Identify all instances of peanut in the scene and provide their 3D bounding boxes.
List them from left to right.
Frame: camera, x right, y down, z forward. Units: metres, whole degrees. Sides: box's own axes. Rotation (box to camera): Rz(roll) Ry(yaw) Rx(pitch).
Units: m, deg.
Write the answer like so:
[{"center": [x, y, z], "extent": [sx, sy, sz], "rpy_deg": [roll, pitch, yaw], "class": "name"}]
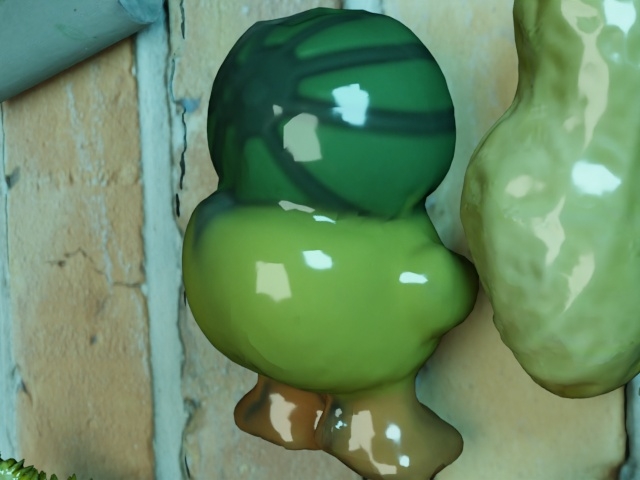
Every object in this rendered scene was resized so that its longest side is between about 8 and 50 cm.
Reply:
[{"center": [0.169, -0.052, 0.769], "extent": [0.148, 0.147, 0.318], "rpy_deg": [7, 97, 32], "class": "peanut"}]

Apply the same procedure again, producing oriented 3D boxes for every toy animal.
[{"center": [-0.002, -0.001, 0.841], "extent": [0.216, 0.191, 0.338], "rpy_deg": [6, 97, 44], "class": "toy animal"}]

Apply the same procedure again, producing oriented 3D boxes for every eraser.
[{"center": [-0.263, -0.237, 1.070], "extent": [0.227, 0.081, 0.174], "rpy_deg": [-20, 79, 31], "class": "eraser"}]

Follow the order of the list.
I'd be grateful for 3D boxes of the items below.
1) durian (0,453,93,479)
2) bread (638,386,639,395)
[{"center": [-0.206, 0.295, 0.990], "extent": [0.306, 0.166, 0.172], "rpy_deg": [46, 115, 24], "class": "durian"}, {"center": [0.282, 0.075, 0.681], "extent": [0.147, 0.152, 0.127], "rpy_deg": [-38, 70, 55], "class": "bread"}]
